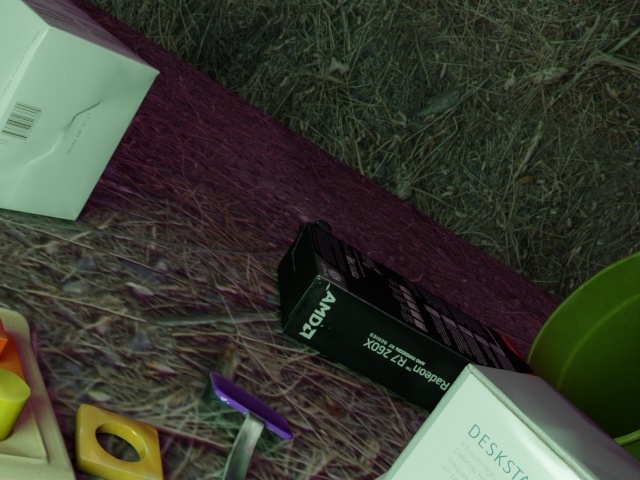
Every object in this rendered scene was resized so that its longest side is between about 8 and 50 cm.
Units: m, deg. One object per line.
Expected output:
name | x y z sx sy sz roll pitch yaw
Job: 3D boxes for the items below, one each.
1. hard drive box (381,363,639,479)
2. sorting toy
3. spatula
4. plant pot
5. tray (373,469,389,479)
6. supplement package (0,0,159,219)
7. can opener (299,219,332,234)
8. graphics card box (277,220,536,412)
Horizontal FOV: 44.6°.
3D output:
hard drive box | 0.083 0.206 0.367 0.089 0.232 0.181 18 21 -48
sorting toy | -0.242 0.076 0.475 0.348 0.047 0.196 23 16 -38
spatula | -0.060 0.172 0.594 0.084 0.030 0.296 33 13 -9
plant pot | 0.559 0.254 1.179 0.353 0.366 0.366 42 10 -17
tray | 0.177 0.275 0.676 0.145 0.030 0.270 -19 49 -44
supplement package | -0.321 -0.163 0.826 0.203 0.194 0.149 40 14 30
can opener | 0.000 0.000 1.313 0.059 0.073 0.186 22 6 -11
graphics card box | 0.120 0.128 1.050 0.371 0.094 0.233 31 14 -14
